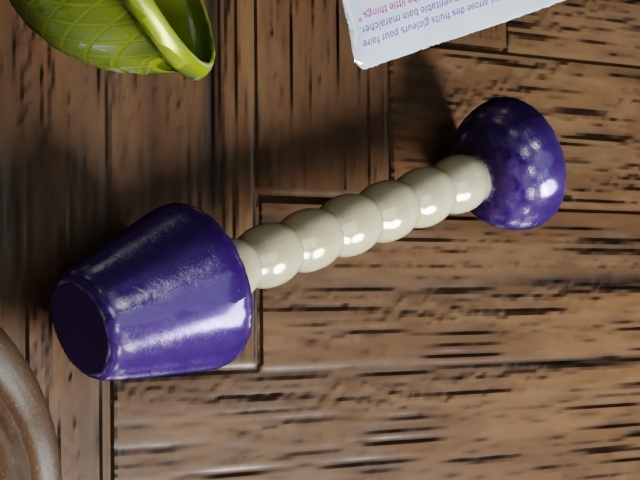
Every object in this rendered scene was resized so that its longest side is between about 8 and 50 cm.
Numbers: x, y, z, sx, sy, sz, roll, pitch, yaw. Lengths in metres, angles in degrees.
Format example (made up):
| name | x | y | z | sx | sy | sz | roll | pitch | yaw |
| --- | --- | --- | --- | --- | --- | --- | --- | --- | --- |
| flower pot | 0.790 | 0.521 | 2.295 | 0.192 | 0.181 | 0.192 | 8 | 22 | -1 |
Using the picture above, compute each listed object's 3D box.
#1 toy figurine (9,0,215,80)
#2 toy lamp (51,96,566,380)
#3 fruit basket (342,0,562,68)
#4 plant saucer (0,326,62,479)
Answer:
| name | x | y | z | sx | sy | sz | roll | pitch | yaw |
| --- | --- | --- | --- | --- | --- | --- | --- | --- | --- |
| toy figurine | -0.216 | -0.179 | 0.677 | 0.217 | 0.191 | 0.362 | -30 | 125 | 0 |
| toy lamp | 0.000 | 0.000 | 0.845 | 0.275 | 0.080 | 0.080 | -19 | 100 | -36 |
| fruit basket | 0.091 | -0.295 | 0.898 | 0.327 | 0.165 | 0.353 | -24 | 112 | -36 |
| plant saucer | -0.183 | 0.107 | 0.724 | 0.199 | 0.036 | 0.198 | 1 | 88 | -38 |
